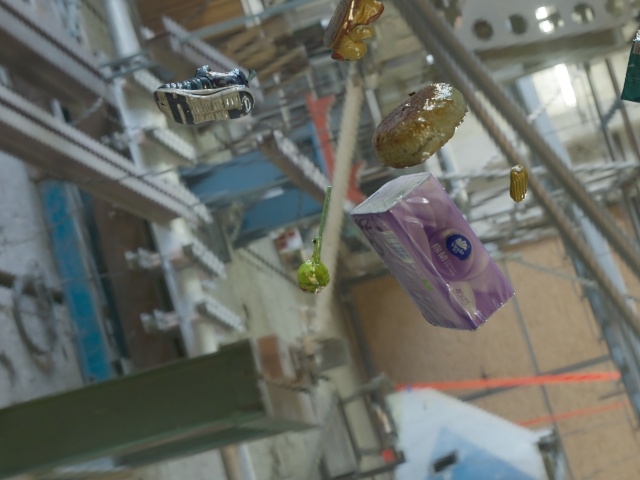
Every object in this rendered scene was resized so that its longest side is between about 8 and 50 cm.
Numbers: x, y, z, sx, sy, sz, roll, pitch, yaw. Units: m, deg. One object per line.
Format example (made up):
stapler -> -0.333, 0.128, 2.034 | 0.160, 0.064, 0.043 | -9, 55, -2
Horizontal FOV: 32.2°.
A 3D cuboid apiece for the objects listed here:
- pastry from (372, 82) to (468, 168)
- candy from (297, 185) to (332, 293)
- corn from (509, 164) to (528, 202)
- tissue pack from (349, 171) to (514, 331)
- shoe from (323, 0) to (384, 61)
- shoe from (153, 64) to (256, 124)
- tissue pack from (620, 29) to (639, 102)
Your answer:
pastry -> 0.188, -0.223, 2.132 | 0.093, 0.182, 0.192 | 48, -26, -16
candy -> 0.000, 0.000, 1.915 | 0.062, 0.058, 0.193 | -66, 167, -78
corn -> 0.389, -0.111, 2.178 | 0.092, 0.037, 0.037 | 83, -4, -52
tissue pack -> 0.246, 0.028, 2.413 | 0.338, 0.160, 0.242 | 53, -14, -13
shoe -> 0.053, -0.326, 1.692 | 0.072, 0.069, 0.109 | 23, -80, 65
shoe -> -0.231, -0.297, 2.217 | 0.091, 0.207, 0.106 | 77, 9, -52
tissue pack -> 0.630, -0.299, 1.968 | 0.082, 0.169, 0.120 | -57, 154, -58
